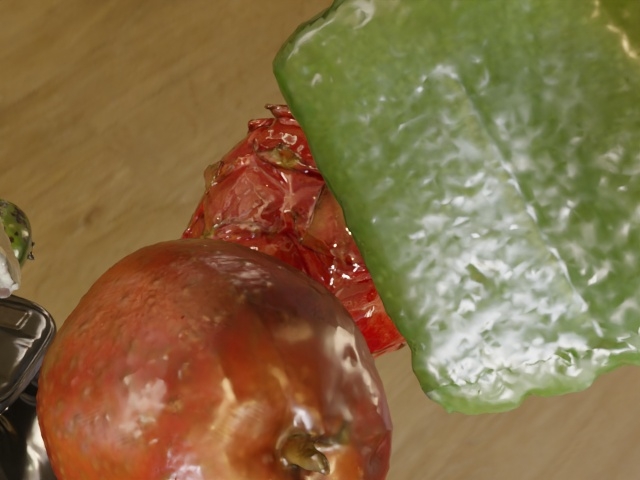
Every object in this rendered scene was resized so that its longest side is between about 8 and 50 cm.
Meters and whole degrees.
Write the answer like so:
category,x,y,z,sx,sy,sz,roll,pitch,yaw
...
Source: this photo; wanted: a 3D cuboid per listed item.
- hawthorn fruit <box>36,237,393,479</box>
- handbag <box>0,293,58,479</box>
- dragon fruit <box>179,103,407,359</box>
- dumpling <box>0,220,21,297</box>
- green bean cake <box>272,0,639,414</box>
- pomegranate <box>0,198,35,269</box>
category,x,y,z,sx,sy,sz,roll,pitch,yaw
hawthorn fruit,-0.075,0.137,1.240,0.275,0.300,0.275,-5,100,-32
handbag,-0.356,0.163,1.616,0.275,0.178,0.302,54,24,-13
dragon fruit,0.000,0.000,1.609,0.277,0.277,0.342,27,93,-10
dumpling,-0.343,-0.081,0.913,0.341,0.181,0.260,1,28,-19
green bean cake,0.114,-0.055,0.807,0.248,0.222,0.125,61,25,-5
pomegranate,-0.456,-0.008,2.112,0.161,0.122,0.122,35,51,-10
